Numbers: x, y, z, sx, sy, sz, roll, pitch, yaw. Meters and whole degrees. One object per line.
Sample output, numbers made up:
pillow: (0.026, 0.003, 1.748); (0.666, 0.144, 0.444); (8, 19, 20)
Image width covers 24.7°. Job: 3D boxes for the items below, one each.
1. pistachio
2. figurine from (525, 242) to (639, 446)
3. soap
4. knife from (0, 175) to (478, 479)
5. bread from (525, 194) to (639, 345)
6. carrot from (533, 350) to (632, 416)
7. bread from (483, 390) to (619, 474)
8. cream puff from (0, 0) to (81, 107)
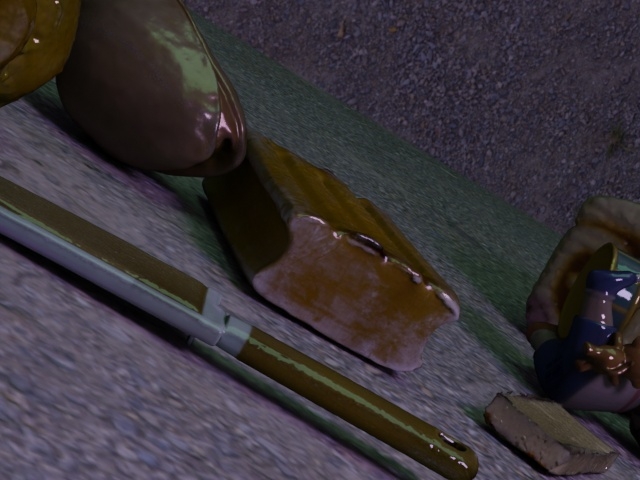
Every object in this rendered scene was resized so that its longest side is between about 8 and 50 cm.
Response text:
pistachio: (-0.125, -0.117, 1.069); (0.185, 0.124, 0.124); (41, 11, 23)
figurine: (0.321, 0.122, 1.270); (0.275, 0.158, 0.161); (31, -30, -7)
soap: (0.000, 0.000, 1.052); (0.140, 0.073, 0.232); (32, 9, -21)
knife: (-0.068, 0.038, 0.761); (0.343, 0.027, 0.061); (29, 14, -8)
bread: (0.350, 0.056, 1.626); (0.155, 0.187, 0.338); (33, 8, 22)
carrot: (0.283, 0.141, 1.413); (0.247, 0.043, 0.043); (24, 13, -40)
bread: (0.169, 0.141, 1.053); (0.068, 0.028, 0.153); (38, 9, 24)
cream puff: (-0.255, -0.196, 0.847); (0.281, 0.185, 0.282); (35, 12, -8)
